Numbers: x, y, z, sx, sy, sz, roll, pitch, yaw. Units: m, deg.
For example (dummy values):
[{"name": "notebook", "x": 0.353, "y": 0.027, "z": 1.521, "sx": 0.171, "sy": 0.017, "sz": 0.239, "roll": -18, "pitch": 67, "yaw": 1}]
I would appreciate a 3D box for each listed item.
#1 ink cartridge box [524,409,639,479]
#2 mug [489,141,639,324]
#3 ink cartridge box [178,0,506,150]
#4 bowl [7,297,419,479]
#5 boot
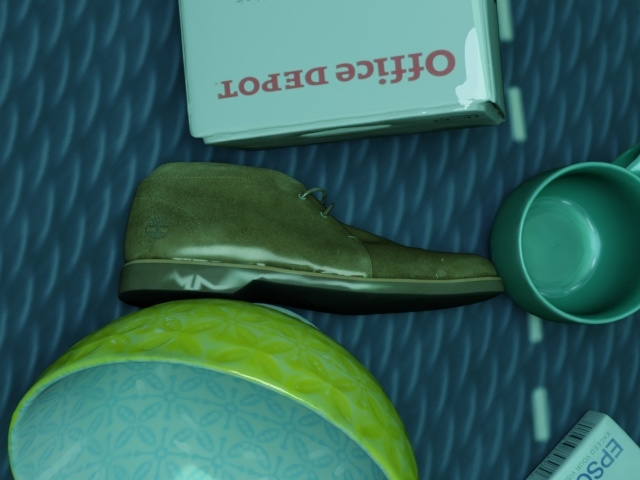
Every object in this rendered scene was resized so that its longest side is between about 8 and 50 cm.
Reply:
[{"name": "ink cartridge box", "x": 0.235, "y": 0.299, "z": 0.909, "sx": 0.224, "sy": 0.045, "sz": 0.223, "roll": 46, "pitch": 80, "yaw": -6}, {"name": "mug", "x": 0.218, "y": 0.000, "z": 0.895, "sx": 0.158, "sy": 0.097, "sz": 0.129, "roll": -17, "pitch": 90, "yaw": -12}, {"name": "ink cartridge box", "x": 0.012, "y": -0.230, "z": 0.811, "sx": 0.226, "sy": 0.131, "sz": 0.306, "roll": -5, "pitch": 90, "yaw": 16}, {"name": "bowl", "x": -0.058, "y": 0.137, "z": 0.786, "sx": 0.289, "sy": 0.289, "sz": 0.156, "roll": 31, "pitch": 40, "yaw": -8}, {"name": "boot", "x": 0.000, "y": 0.000, "z": 0.853, "sx": 0.305, "sy": 0.112, "sz": 0.115, "roll": 5, "pitch": 73, "yaw": -11}]
